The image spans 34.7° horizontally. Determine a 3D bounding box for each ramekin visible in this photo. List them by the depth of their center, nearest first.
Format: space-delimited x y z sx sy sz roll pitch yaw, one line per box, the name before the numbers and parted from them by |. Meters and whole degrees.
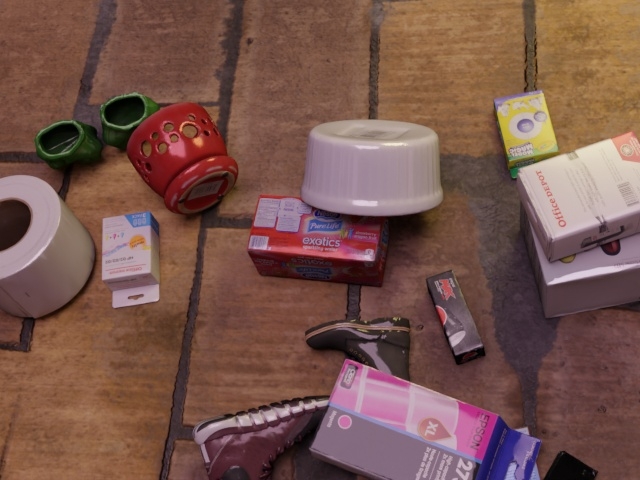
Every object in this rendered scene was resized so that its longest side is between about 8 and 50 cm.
ramekin | 0.100 -0.146 1.960 0.277 0.277 0.135 6 108 14

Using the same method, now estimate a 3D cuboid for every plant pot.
plant pot | -0.277 -0.158 2.105 0.191 0.191 0.174 -31 70 -5

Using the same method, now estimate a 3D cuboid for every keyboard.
keyboard | 0.403 0.457 1.730 0.100 0.038 0.192 33 62 11

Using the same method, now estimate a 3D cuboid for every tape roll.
tape roll | -0.603 0.012 2.077 0.246 0.169 0.246 -7 57 11

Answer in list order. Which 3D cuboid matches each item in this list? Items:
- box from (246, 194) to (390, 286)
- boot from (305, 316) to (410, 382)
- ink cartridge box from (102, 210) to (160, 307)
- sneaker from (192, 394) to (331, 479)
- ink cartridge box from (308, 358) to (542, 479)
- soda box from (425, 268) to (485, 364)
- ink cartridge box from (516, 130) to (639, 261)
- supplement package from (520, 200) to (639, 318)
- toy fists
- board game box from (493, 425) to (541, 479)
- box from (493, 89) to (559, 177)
box | 0.000 0.000 1.999 0.257 0.122 0.128 5 65 13
boot | 0.072 0.219 1.905 0.198 0.077 0.137 -7 67 9
ink cartridge box | -0.386 0.038 2.091 0.104 0.061 0.181 -10 62 7
sneaker | -0.080 0.378 1.852 0.281 0.106 0.162 -12 86 -7
ink cartridge box | 0.182 0.351 1.763 0.371 0.069 0.175 20 69 9
soda box | 0.251 0.142 1.916 0.060 0.053 0.169 -19 61 1
ink cartridge box | 0.472 -0.076 1.792 0.218 0.092 0.158 -18 60 -1
supplement package | 0.484 0.008 1.885 0.194 0.149 0.203 -12 61 5
toy fists | -0.475 -0.232 2.208 0.279 0.142 0.096 -24 92 -1
board game box | 0.240 0.421 1.789 0.281 0.027 0.145 -11 61 5
box | 0.417 -0.214 2.074 0.105 0.043 0.179 -11 63 6
